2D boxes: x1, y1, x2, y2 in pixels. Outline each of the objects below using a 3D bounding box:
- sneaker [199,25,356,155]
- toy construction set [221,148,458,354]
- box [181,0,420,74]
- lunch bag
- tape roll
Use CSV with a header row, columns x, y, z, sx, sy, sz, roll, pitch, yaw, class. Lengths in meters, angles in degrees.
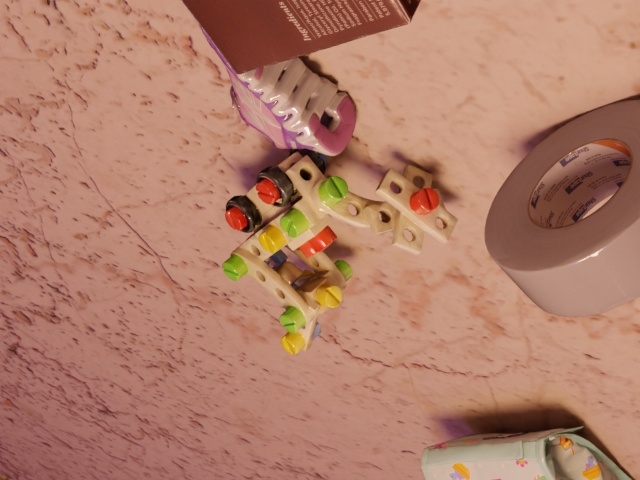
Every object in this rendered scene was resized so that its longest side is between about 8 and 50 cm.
x,y,z,sx,sy,sz,roll,pitch,yaw,class
-0.068,-0.179,1.186,0.104,0.095,0.236,-5,136,47,sneaker
0.000,0.000,1.310,0.215,0.151,0.327,52,135,-3,toy construction set
-0.015,-0.278,0.955,0.203,0.168,0.167,-9,133,38,box
0.300,0.356,1.569,0.223,0.160,0.262,-14,134,43,lunch bag
0.268,-0.033,1.046,0.219,0.219,0.072,-18,128,44,tape roll
